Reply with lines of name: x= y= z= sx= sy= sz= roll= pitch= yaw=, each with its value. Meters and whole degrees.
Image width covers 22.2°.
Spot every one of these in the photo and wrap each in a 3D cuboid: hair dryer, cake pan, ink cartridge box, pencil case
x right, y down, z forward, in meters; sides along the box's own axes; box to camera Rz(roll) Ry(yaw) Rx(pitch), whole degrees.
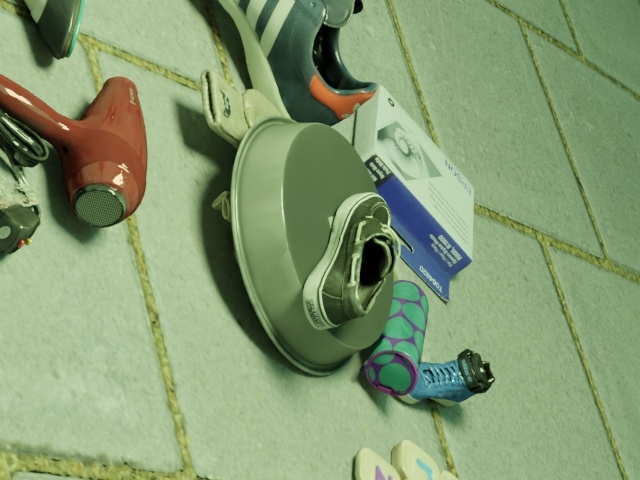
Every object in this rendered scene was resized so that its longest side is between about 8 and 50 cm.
hair dryer: x=-0.247 y=-0.112 z=1.527 sx=0.223 sy=0.080 sz=0.293 roll=62 pitch=27 yaw=5
cake pan: x=0.000 y=0.000 z=1.790 sx=0.293 sy=0.054 sz=0.293 roll=35 pitch=49 yaw=-53
ink cartridge box: x=0.123 y=-0.064 z=2.145 sx=0.223 sy=0.045 sz=0.224 roll=45 pitch=31 yaw=-28
pencil case: x=0.088 y=0.112 z=1.881 sx=0.064 sy=0.070 sz=0.151 roll=29 pitch=33 yaw=-9

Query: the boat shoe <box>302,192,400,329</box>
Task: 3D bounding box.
boat shoe: x=0.049 y=0.019 z=1.736 sx=0.078 sy=0.070 sz=0.219 roll=62 pitch=30 yaw=-26

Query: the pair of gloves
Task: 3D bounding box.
pair of gloves: x=-0.066 y=-0.056 z=1.816 sx=0.204 sy=0.042 sz=0.240 roll=19 pitch=54 yaw=-60

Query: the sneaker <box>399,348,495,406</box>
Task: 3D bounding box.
sneaker: x=0.149 y=0.158 z=1.931 sx=0.152 sy=0.084 sz=0.058 roll=21 pitch=47 yaw=-51

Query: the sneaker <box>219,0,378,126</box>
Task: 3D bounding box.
sneaker: x=-0.038 y=-0.300 z=1.928 sx=0.350 sy=0.148 sz=0.131 roll=65 pitch=27 yaw=-14

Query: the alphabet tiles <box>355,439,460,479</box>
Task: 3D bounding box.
alphabet tiles: x=0.124 y=0.357 z=1.769 sx=0.278 sy=0.021 sz=0.284 roll=40 pitch=33 yaw=-30

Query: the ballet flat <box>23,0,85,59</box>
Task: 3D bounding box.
ballet flat: x=-0.269 y=-0.265 z=1.663 sx=0.074 sy=0.074 sz=0.203 roll=40 pitch=39 yaw=-34
